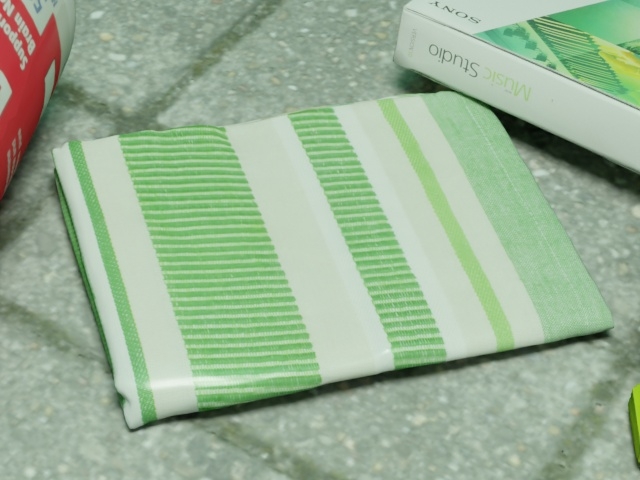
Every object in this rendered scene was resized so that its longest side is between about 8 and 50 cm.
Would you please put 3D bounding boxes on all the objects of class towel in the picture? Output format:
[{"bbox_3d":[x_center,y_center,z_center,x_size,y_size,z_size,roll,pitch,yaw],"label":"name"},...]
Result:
[{"bbox_3d":[0.000,0.000,1.019,0.325,0.038,0.248,-10,48,-16],"label":"towel"}]

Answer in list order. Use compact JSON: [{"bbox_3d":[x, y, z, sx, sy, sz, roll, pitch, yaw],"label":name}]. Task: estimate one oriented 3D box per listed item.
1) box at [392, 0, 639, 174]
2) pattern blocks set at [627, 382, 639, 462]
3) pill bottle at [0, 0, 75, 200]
[{"bbox_3d":[0.237,-0.180,1.173,0.232,0.058,0.322,27,45,21],"label":"box"},{"bbox_3d":[0.333,0.122,0.926,0.285,0.026,0.325,8,46,3],"label":"pattern blocks set"},{"bbox_3d":[-0.310,-0.044,0.905,0.229,0.229,0.407,9,46,5],"label":"pill bottle"}]
